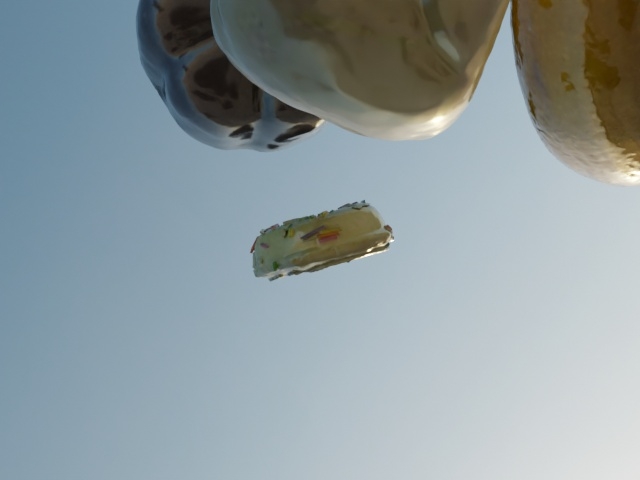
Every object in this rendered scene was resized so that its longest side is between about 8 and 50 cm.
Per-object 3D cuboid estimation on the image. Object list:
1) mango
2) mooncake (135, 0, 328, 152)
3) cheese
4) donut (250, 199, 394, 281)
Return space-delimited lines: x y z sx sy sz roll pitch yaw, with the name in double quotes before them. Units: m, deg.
"mango" 0.167 -0.136 0.485 0.176 0.119 0.317 -61 -38 -17
"mooncake" -0.070 -0.212 0.904 0.245 0.133 0.245 1 -98 -8
"cheese" 0.014 -0.145 0.382 0.235 0.117 0.218 105 168 -49
"donut" 0.000 0.000 1.034 0.174 0.174 0.068 -14 -90 -48
